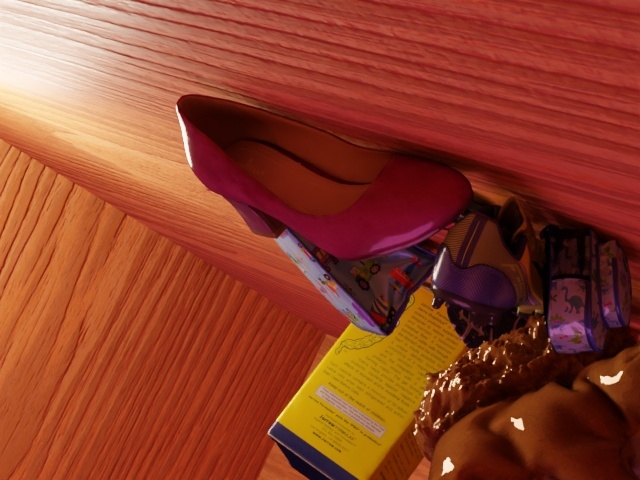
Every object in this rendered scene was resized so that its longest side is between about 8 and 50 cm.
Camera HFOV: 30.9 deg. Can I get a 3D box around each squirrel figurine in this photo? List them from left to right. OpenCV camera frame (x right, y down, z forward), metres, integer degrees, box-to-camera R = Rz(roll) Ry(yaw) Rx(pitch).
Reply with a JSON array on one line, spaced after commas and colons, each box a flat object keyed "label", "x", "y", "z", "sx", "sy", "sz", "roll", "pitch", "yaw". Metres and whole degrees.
[{"label": "squirrel figurine", "x": 0.300, "y": 0.192, "z": 1.306, "sx": 0.281, "sy": 0.370, "sz": 0.397, "roll": 30, "pitch": -160, "yaw": -31}]

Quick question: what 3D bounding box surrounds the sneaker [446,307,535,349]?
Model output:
[{"label": "sneaker", "x": 0.311, "y": 0.154, "z": 1.695, "sx": 0.283, "sy": 0.110, "sz": 0.122, "roll": 26, "pitch": 176, "yaw": 1}]

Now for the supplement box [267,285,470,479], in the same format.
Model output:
[{"label": "supplement box", "x": 0.107, "y": 0.265, "z": 1.960, "sx": 0.195, "sy": 0.356, "sz": 0.194, "roll": 32, "pitch": 163, "yaw": 24}]

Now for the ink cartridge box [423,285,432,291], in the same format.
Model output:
[{"label": "ink cartridge box", "x": 0.378, "y": 0.196, "z": 1.977, "sx": 0.385, "sy": 0.091, "sz": 0.308, "roll": 49, "pitch": 163, "yaw": -25}]

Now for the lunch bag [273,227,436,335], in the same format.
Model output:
[{"label": "lunch bag", "x": 0.000, "y": 0.000, "z": 1.662, "sx": 0.293, "sy": 0.138, "sz": 0.221, "roll": 36, "pitch": 174, "yaw": -4}]

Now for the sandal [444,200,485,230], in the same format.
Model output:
[{"label": "sandal", "x": 0.148, "y": -0.021, "z": 1.290, "sx": 0.067, "sy": 0.040, "sz": 0.179, "roll": 27, "pitch": 172, "yaw": -11}]

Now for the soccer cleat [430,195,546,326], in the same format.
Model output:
[{"label": "soccer cleat", "x": 0.197, "y": 0.014, "z": 1.186, "sx": 0.093, "sy": 0.121, "sz": 0.289, "roll": 22, "pitch": -168, "yaw": 23}]

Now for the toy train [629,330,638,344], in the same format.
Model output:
[{"label": "toy train", "x": 0.434, "y": 0.155, "z": 1.549, "sx": 0.166, "sy": 0.046, "sz": 0.125, "roll": 24, "pitch": 174, "yaw": 32}]

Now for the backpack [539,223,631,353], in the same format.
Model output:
[{"label": "backpack", "x": 0.264, "y": 0.053, "z": 1.146, "sx": 0.084, "sy": 0.114, "sz": 0.105, "roll": 0, "pitch": 160, "yaw": 24}]

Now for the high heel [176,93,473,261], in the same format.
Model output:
[{"label": "high heel", "x": -0.014, "y": -0.081, "z": 1.206, "sx": 0.377, "sy": 0.127, "sz": 0.181, "roll": -2, "pitch": 132, "yaw": 48}]
